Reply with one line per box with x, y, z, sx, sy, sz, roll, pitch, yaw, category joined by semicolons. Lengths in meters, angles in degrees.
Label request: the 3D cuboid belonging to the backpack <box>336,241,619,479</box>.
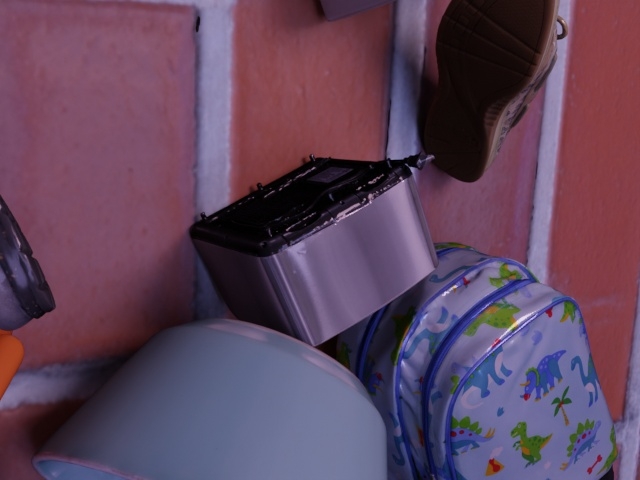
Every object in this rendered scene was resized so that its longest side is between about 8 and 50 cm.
0.163;0.172;0.926;0.290;0.273;0.356;-27;102;-18;backpack

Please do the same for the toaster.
0.000;0.000;0.800;0.168;0.185;0.110;-31;111;-24;toaster

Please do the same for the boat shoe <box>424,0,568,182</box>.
0.171;-0.175;0.866;0.089;0.104;0.285;-44;164;-28;boat shoe

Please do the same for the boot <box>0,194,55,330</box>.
-0.348;-0.024;0.564;0.222;0.118;0.338;-41;82;-19;boot

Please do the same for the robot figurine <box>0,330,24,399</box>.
-0.301;0.098;0.629;0.158;0.128;0.220;19;57;-10;robot figurine

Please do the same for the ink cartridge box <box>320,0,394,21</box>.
0.085;-0.298;0.816;0.176;0.127;0.128;-28;105;-26;ink cartridge box

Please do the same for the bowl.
-0.067;0.179;0.757;0.311;0.311;0.163;41;57;-32;bowl
